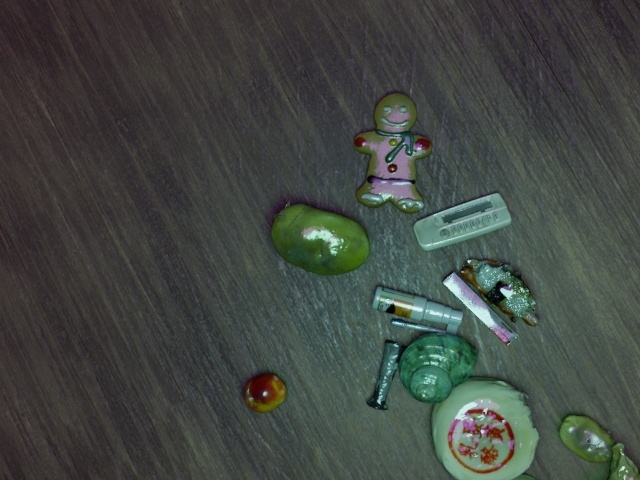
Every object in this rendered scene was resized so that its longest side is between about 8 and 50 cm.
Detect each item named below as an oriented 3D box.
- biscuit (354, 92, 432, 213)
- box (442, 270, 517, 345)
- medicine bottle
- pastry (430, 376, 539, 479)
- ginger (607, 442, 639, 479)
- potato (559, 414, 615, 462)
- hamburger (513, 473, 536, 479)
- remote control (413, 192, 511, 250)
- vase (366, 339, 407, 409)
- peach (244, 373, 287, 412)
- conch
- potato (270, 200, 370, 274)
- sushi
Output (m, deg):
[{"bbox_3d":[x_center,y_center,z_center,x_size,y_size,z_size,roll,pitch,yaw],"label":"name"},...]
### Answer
[{"bbox_3d":[0.181,-0.223,1.619,0.197,0.049,0.301,6,88,5],"label":"biscuit"},{"bbox_3d":[0.390,0.165,1.578,0.218,0.055,0.039,45,96,7],"label":"box"},{"bbox_3d":[0.237,0.181,1.598,0.221,0.061,0.092,14,114,7],"label":"medicine bottle"},{"bbox_3d":[0.388,0.455,1.534,0.265,0.133,0.264,0,89,3],"label":"pastry"},{"bbox_3d":[0.713,0.600,1.469,0.219,0.123,0.270,-5,111,5],"label":"ginger"},{"bbox_3d":[0.634,0.472,1.531,0.138,0.070,0.091,37,94,8],"label":"potato"},{"bbox_3d":[0.488,0.632,1.541,0.141,0.081,0.126,37,91,19],"label":"hamburger"},{"bbox_3d":[0.348,-0.041,1.586,0.230,0.049,0.090,-19,56,7],"label":"remote control"},{"bbox_3d":[0.165,0.335,1.598,0.059,0.059,0.166,18,90,7],"label":"vase"},{"bbox_3d":[-0.136,0.383,1.619,0.101,0.101,0.100,0,88,7],"label":"peach"},{"bbox_3d":[0.273,0.304,1.529,0.176,0.122,0.188,11,63,23],"label":"conch"},{"bbox_3d":[0.000,0.000,1.588,0.248,0.143,0.169,13,128,3],"label":"potato"},{"bbox_3d":[0.448,0.117,1.551,0.226,0.103,0.097,42,77,4],"label":"sushi"}]
